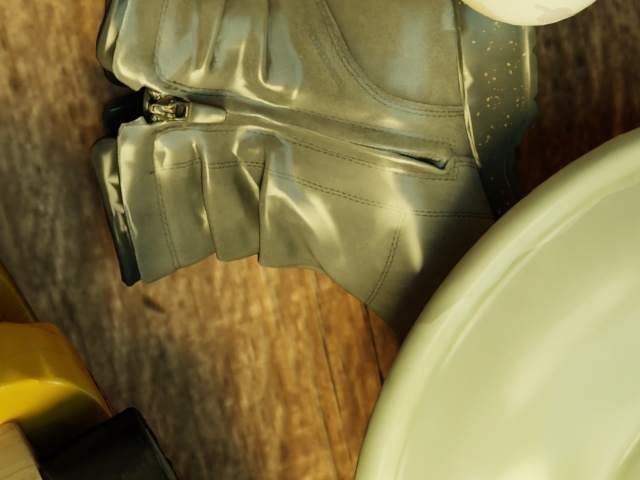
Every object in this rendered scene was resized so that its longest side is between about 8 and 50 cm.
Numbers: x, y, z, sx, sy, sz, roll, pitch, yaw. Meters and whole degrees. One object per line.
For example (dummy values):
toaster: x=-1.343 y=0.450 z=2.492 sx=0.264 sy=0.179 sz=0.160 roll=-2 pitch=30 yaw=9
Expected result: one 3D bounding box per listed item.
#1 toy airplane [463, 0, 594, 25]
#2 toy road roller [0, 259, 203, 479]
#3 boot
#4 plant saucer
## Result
toy airplane: x=0.098 y=-0.228 z=0.811 sx=0.386 sy=0.384 sz=0.272 roll=-11 pitch=96 yaw=-20
toy road roller: x=-0.155 y=0.146 z=0.972 sx=0.202 sy=0.240 sz=0.329 roll=-29 pitch=150 yaw=-5
boot: x=0.000 y=0.000 z=1.017 sx=0.223 sy=0.118 sz=0.338 roll=-10 pitch=102 yaw=-9
plant saucer: x=0.214 y=0.130 z=0.999 sx=0.400 sy=0.100 sz=0.400 roll=-9 pitch=115 yaw=-20
